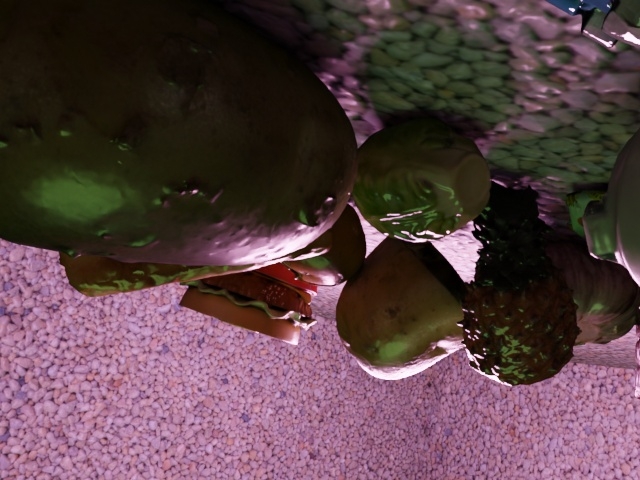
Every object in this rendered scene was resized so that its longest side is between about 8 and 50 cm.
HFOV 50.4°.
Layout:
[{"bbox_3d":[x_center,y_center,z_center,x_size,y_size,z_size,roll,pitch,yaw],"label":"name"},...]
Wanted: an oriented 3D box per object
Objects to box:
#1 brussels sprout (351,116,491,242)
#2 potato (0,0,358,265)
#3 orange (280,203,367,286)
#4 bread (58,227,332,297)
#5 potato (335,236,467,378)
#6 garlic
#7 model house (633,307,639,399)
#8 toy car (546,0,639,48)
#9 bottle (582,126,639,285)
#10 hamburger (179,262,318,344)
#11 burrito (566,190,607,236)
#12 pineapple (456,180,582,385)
[{"bbox_3d":[0.104,-0.057,0.720,0.155,0.117,0.155,20,174,2],"label":"brussels sprout"},{"bbox_3d":[-0.120,-0.088,0.565,0.359,0.219,0.270,10,180,-29],"label":"potato"},{"bbox_3d":[0.000,0.000,1.062,0.157,0.134,0.156,23,152,13],"label":"orange"},{"bbox_3d":[-0.157,-0.031,0.861,0.344,0.148,0.195,-10,-174,-8],"label":"bread"},{"bbox_3d":[0.128,0.115,1.098,0.243,0.242,0.285,15,-165,-18],"label":"potato"},{"bbox_3d":[0.365,0.080,1.047,0.245,0.160,0.245,-4,145,-3],"label":"garlic"},{"bbox_3d":[0.598,0.168,1.025,0.282,0.297,0.317,54,-175,14],"label":"model house"},{"bbox_3d":[0.127,-0.159,0.321,0.126,0.098,0.161,36,-157,11],"label":"toy car"},{"bbox_3d":[0.340,-0.022,0.442,0.229,0.229,0.352,20,174,-36],"label":"bottle"},{"bbox_3d":[-0.116,0.060,1.266,0.275,0.212,0.274,19,172,3],"label":"hamburger"},{"bbox_3d":[0.379,-0.038,0.706,0.104,0.054,0.288,24,165,-41],"label":"burrito"},{"bbox_3d":[0.239,0.043,0.857,0.158,0.158,0.278,4,124,33],"label":"pineapple"}]
